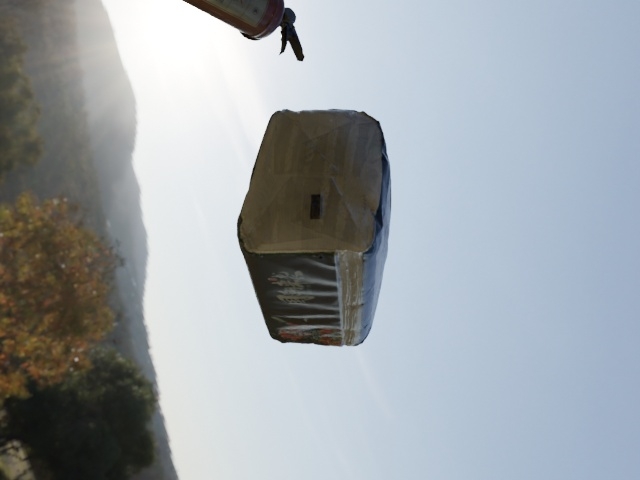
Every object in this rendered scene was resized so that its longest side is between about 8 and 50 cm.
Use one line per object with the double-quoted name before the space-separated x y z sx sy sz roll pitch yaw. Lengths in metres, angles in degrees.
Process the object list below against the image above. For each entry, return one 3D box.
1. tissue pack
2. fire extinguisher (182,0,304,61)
"tissue pack" 0.000 -0.001 0.515 0.170 0.090 0.103 89 9 -65
"fire extinguisher" -0.078 -0.200 0.626 0.050 0.177 0.062 -25 -119 38
